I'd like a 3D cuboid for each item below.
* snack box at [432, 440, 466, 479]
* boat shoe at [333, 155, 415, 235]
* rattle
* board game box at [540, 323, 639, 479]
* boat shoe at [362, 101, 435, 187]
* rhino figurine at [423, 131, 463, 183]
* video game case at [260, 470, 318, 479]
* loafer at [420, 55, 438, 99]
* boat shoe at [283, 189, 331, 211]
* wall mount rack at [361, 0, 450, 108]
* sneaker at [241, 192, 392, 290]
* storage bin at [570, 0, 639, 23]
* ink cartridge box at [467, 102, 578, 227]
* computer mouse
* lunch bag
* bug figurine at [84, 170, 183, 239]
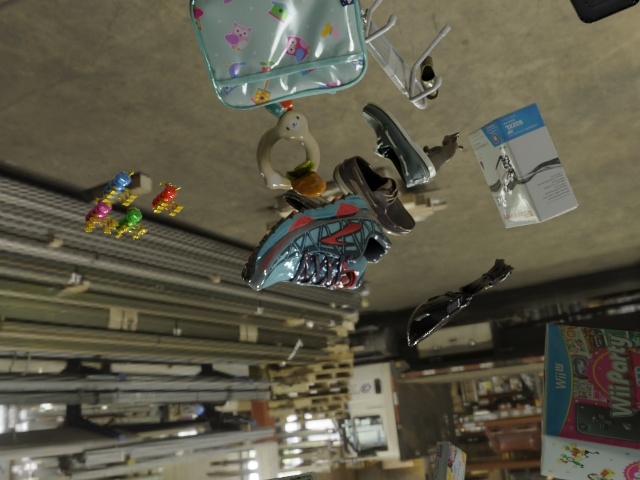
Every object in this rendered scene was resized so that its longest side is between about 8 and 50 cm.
[{"bbox_3d":[0.296,0.547,1.417,0.037,0.141,0.100,-8,143,33],"label":"snack box"},{"bbox_3d":[0.203,-0.154,2.148,0.355,0.132,0.130,39,139,-11],"label":"boat shoe"},{"bbox_3d":[-0.052,-0.188,1.132,0.130,0.199,0.143,3,-168,-4],"label":"rattle"},{"bbox_3d":[0.479,0.242,0.881,0.304,0.224,0.097,3,127,19],"label":"board game box"},{"bbox_3d":[0.207,-0.286,1.820,0.099,0.319,0.116,-36,157,-2],"label":"boat shoe"},{"bbox_3d":[0.375,-0.268,1.981,0.106,0.243,0.073,21,150,54],"label":"rhino figurine"},{"bbox_3d":[-0.089,0.719,1.546,0.270,0.244,0.061,4,124,-33],"label":"video game case"},{"bbox_3d":[0.338,-0.505,1.938,0.056,0.050,0.148,-9,126,19],"label":"loafer"},{"bbox_3d":[-0.009,-0.083,1.897,0.092,0.285,0.102,-37,146,-14],"label":"boat shoe"},{"bbox_3d":[0.220,-0.525,1.582,0.131,0.304,0.350,-25,125,33],"label":"wall mount rack"},{"bbox_3d":[0.010,0.017,0.863,0.262,0.125,0.104,-27,159,-42],"label":"sneaker"},{"bbox_3d":[0.544,-0.536,1.203,0.122,0.084,0.180,-12,126,50],"label":"storage bin"},{"bbox_3d":[0.567,-0.203,1.748,0.129,0.307,0.223,-23,-179,-9],"label":"ink cartridge box"},{"bbox_3d":[0.276,0.116,1.260,0.184,0.060,0.262,-24,161,-36],"label":"computer mouse"},{"bbox_3d":[-0.058,-0.338,1.014,0.279,0.224,0.108,-11,-155,5],"label":"lunch bag"},{"bbox_3d":[-0.500,-0.095,1.612,0.216,0.072,0.279,-39,162,14],"label":"bug figurine"}]
